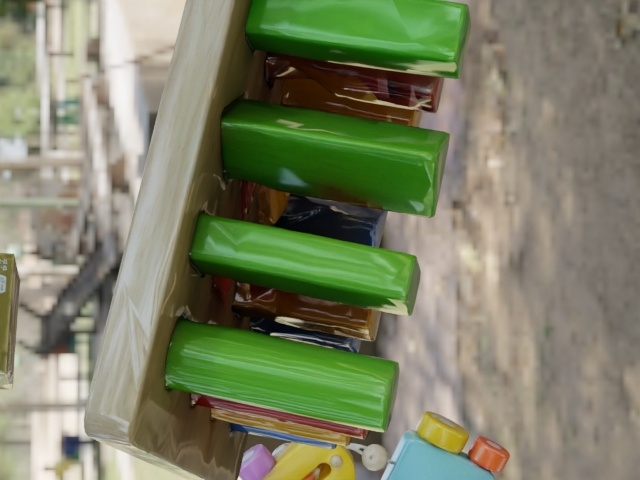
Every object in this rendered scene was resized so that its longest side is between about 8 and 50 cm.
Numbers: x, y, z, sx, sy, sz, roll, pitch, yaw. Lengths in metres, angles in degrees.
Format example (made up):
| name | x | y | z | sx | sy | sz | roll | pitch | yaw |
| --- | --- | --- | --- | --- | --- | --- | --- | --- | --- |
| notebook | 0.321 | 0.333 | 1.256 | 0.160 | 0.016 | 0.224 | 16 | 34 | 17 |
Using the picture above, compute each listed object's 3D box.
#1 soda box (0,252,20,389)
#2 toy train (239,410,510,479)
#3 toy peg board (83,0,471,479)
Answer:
| name | x | y | z | sx | sy | sz | roll | pitch | yaw |
| --- | --- | --- | --- | --- | --- | --- | --- | --- | --- |
| soda box | -0.241 | 0.036 | 0.825 | 0.058 | 0.181 | 0.061 | 117 | 155 | -75 |
| toy train | 0.017 | 0.145 | 0.812 | 0.046 | 0.166 | 0.125 | -117 | 13 | -79 |
| toy peg board | 0.000 | 0.000 | 0.535 | 0.160 | 0.079 | 0.161 | 60 | -138 | -74 |
